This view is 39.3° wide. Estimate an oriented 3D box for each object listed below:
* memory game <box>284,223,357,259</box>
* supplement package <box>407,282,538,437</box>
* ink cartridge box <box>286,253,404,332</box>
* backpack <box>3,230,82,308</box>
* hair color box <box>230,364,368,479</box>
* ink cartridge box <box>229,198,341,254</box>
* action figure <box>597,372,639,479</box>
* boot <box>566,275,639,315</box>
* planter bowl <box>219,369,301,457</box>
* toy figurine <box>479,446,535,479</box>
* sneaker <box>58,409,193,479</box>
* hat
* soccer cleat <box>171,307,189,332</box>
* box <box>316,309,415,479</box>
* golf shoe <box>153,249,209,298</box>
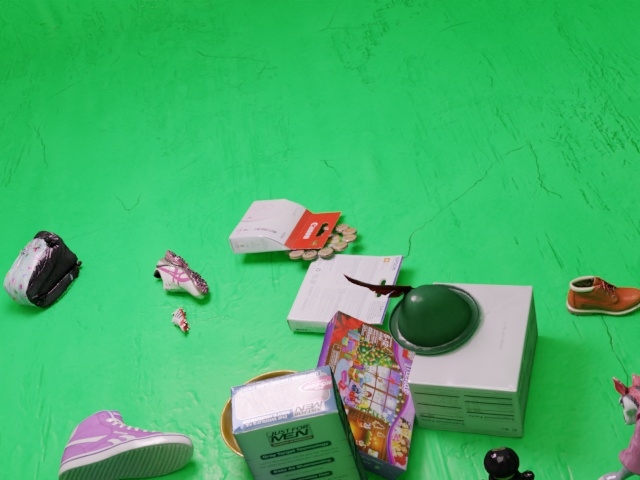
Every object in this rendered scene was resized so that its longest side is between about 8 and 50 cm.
[{"bbox_3d":[0.000,0.000,2.162,0.186,0.012,0.186,-12,23,5],"label":"memory game"},{"bbox_3d":[0.301,0.226,1.740,0.204,0.145,0.261,1,43,21],"label":"supplement package"},{"bbox_3d":[0.062,0.119,2.017,0.224,0.045,0.223,1,42,22],"label":"ink cartridge box"},{"bbox_3d":[-0.707,0.083,2.264,0.115,0.152,0.182,5,57,32],"label":"backpack"},{"bbox_3d":[-0.022,0.375,1.526,0.174,0.347,0.105,-13,40,4],"label":"hair color box"},{"bbox_3d":[-0.086,-0.041,2.206,0.232,0.066,0.189,-8,28,23],"label":"ink cartridge box"},{"bbox_3d":[0.600,0.345,1.429,0.248,0.275,0.370,-34,57,-10],"label":"action figure"},{"bbox_3d":[0.583,0.108,1.827,0.158,0.084,0.059,-5,40,11],"label":"boot"},{"bbox_3d":[-0.080,0.365,1.756,0.217,0.090,0.217,-9,41,8],"label":"planter bowl"},{"bbox_3d":[0.313,0.468,1.461,0.213,0.148,0.210,-38,45,-24],"label":"toy figurine"},{"bbox_3d":[-0.390,0.398,1.820,0.282,0.102,0.161,-10,38,8],"label":"sneaker"},{"bbox_3d":[0.191,0.095,1.673,0.173,0.183,0.208,26,56,39],"label":"hat"},{"bbox_3d":[-0.328,0.190,2.088,0.036,0.029,0.083,-27,37,2],"label":"soccer cleat"},{"bbox_3d":[0.085,0.293,1.727,0.201,0.057,0.293,25,45,-9],"label":"box"},{"bbox_3d":[-0.337,0.100,2.174,0.086,0.067,0.186,-53,47,0],"label":"golf shoe"}]
